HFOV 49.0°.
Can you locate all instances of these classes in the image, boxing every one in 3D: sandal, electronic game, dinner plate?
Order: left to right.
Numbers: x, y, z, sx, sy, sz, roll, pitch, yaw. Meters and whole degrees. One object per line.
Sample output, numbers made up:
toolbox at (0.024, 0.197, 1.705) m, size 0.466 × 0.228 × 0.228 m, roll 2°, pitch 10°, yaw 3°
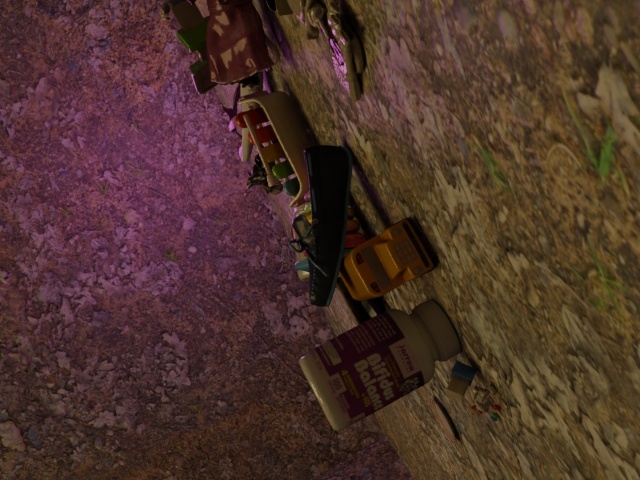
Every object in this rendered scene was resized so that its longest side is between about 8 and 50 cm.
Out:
sandal at (-0.230, -0.398, 2.050) m, size 0.416 × 0.102 × 0.169 m, roll 104°, pitch 178°, yaw -56°
electronic game at (0.174, 0.231, 2.043) m, size 0.229 × 0.048 × 0.229 m, roll 57°, pitch 179°, yaw 2°
dinner plate at (0.343, 0.498, 1.952) m, size 0.141 × 0.017 × 0.141 m, roll 60°, pitch 172°, yaw 13°

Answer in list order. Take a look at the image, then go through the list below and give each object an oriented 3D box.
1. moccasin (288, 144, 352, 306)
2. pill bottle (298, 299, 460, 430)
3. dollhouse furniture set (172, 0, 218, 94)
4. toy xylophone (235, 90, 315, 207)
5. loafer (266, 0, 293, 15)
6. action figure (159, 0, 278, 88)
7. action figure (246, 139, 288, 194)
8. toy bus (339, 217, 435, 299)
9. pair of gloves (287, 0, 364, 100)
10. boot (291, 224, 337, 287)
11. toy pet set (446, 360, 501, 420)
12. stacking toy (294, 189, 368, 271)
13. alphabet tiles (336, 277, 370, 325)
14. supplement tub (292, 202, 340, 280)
moccasin at (-0.007, -0.032, 1.488) m, size 0.138 × 0.117 × 0.342 m, roll 121°, pitch 155°, yaw -77°
pill bottle at (0.123, 0.242, 1.420) m, size 0.169 × 0.301 × 0.169 m, roll 61°, pitch 174°, yaw 12°
dollhouse furniture set at (-0.293, -0.553, 1.900) m, size 0.151 × 0.197 × 0.301 m, roll 60°, pitch 172°, yaw 9°
toy xylophone at (-0.107, -0.241, 1.781) m, size 0.081 × 0.236 × 0.323 m, roll -24°, pitch 86°, yaw 40°
loafer at (-0.084, -0.464, 1.312) m, size 0.148 × 0.050 × 0.056 m, roll 55°, pitch 170°, yaw 47°
action figure at (-0.189, -0.533, 1.559) m, size 0.276 × 0.248 × 0.370 m, roll -43°, pitch -53°, yaw -54°
action figure at (-0.143, -0.232, 2.147) m, size 0.141 × 0.164 × 0.276 m, roll 30°, pitch -152°, yaw -22°
toy bus at (0.122, 0.047, 1.402) m, size 0.108 × 0.130 × 0.333 m, roll 62°, pitch 173°, yaw 4°
pair of gloves at (-0.002, -0.361, 1.143) m, size 0.240 × 0.042 × 0.204 m, roll 62°, pitch 173°, yaw 16°
boot at (-0.004, 0.047, 2.177) m, size 0.236 × 0.089 × 0.269 m, roll 64°, pitch -170°, yaw 4°
toy pet set at (0.305, 0.288, 1.366) m, size 0.114 × 0.065 × 0.122 m, roll 23°, pitch 162°, yaw 17°
stacking toy at (0.017, -0.082, 1.728) m, size 0.166 × 0.175 × 0.302 m, roll -19°, pitch 79°, yaw 54°
alphabet tiles at (0.100, 0.167, 2.120) m, size 0.342 × 0.011 × 0.285 m, roll 62°, pitch -168°, yaw -5°
supplement tub at (0.000, 0.000, 1.890) m, size 0.144 × 0.144 × 0.200 m, roll 104°, pitch 159°, yaw -79°
